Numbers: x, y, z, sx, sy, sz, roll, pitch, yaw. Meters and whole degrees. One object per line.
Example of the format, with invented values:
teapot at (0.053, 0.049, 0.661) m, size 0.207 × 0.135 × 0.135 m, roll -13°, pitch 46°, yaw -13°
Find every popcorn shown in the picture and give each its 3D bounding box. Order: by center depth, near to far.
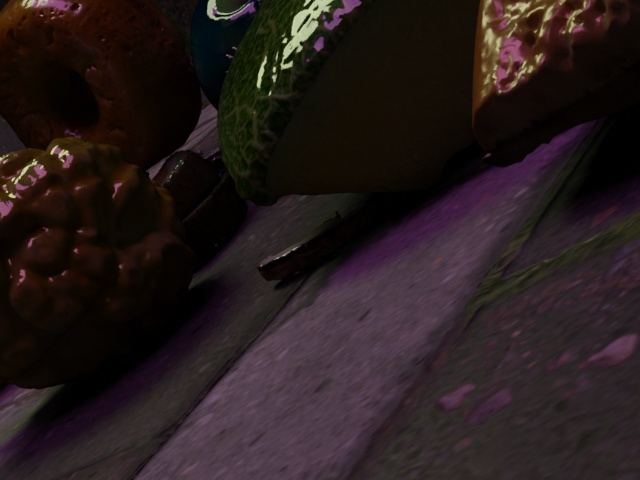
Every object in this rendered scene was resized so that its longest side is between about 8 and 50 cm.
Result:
popcorn at (-0.218, 0.019, 1.402) m, size 0.217 × 0.181 × 0.235 m, roll -28°, pitch 13°, yaw 33°

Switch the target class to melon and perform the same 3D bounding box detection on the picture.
melon at (0.059, -0.158, 1.353) m, size 0.331 × 0.226 × 0.343 m, roll -52°, pitch 24°, yaw 2°

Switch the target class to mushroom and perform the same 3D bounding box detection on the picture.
mushroom at (0.000, 0.000, 1.262) m, size 0.101 × 0.019 × 0.049 m, roll -31°, pitch 12°, yaw 8°

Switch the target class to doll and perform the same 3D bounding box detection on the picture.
doll at (-0.004, -0.198, 1.715) m, size 0.198 × 0.186 × 0.322 m, roll 10°, pitch 18°, yaw 31°

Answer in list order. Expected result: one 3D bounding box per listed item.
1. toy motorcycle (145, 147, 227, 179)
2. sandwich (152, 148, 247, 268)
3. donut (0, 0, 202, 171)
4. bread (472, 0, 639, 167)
toy motorcycle at (-0.180, -0.032, 1.777) m, size 0.213 × 0.082 × 0.122 m, roll -35°, pitch 12°, yaw -11°
sandwich at (-0.144, -0.025, 1.641) m, size 0.159 × 0.079 × 0.235 m, roll -30°, pitch 12°, yaw 26°
donut at (-0.228, -0.160, 1.732) m, size 0.226 × 0.226 × 0.114 m, roll -25°, pitch 15°, yaw 42°
bread at (0.184, -0.154, 1.016) m, size 0.262 × 0.162 × 0.204 m, roll -26°, pitch -10°, yaw -43°
